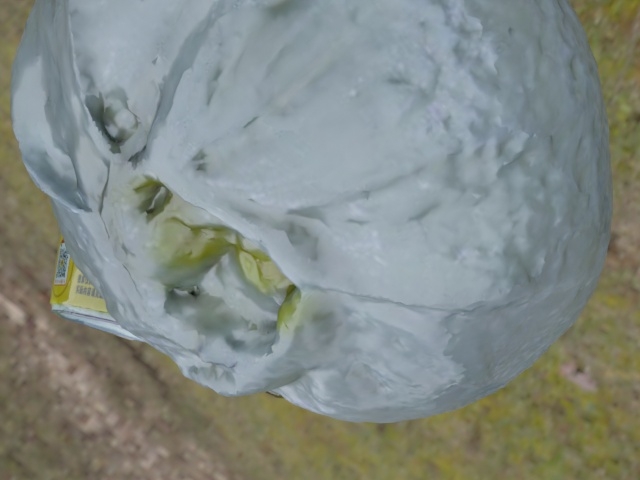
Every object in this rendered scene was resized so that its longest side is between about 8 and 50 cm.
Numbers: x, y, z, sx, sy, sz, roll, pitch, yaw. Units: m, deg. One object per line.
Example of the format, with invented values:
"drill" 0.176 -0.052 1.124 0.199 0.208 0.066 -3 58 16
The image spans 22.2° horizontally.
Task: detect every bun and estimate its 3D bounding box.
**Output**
"bun" -0.017 -0.049 0.875 0.361 0.211 0.362 24 134 28

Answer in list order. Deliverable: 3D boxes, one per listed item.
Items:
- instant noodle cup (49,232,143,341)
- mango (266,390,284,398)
"instant noodle cup" -0.150 -0.009 1.812 0.325 0.254 0.325 14 172 2
"mango" 0.008 0.000 1.578 0.176 0.330 0.175 11 153 -15
